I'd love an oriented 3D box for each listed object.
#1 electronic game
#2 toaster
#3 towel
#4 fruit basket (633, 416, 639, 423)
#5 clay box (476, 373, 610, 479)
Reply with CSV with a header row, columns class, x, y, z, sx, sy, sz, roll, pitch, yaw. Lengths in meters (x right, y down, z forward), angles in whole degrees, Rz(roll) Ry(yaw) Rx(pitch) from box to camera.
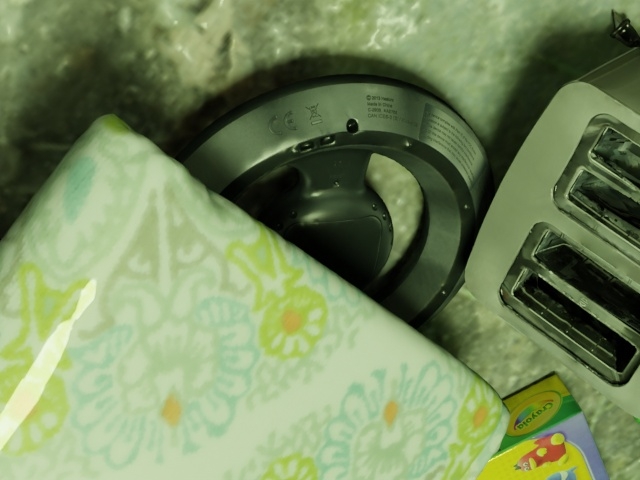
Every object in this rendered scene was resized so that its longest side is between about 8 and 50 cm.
class,x,y,z,sx,sy,sz,roll,pitch,yaw
electronic game,0.000,0.000,0.730,0.229,0.048,0.229,-11,131,-13
toaster,0.192,-0.011,0.704,0.110,0.185,0.168,-25,147,-50
towel,-0.080,0.151,0.673,0.374,0.090,0.321,36,86,-41
fruit basket,0.428,0.063,0.824,0.391,0.283,0.392,4,76,-18
clay box,0.105,0.204,0.886,0.222,0.053,0.127,-28,124,0
